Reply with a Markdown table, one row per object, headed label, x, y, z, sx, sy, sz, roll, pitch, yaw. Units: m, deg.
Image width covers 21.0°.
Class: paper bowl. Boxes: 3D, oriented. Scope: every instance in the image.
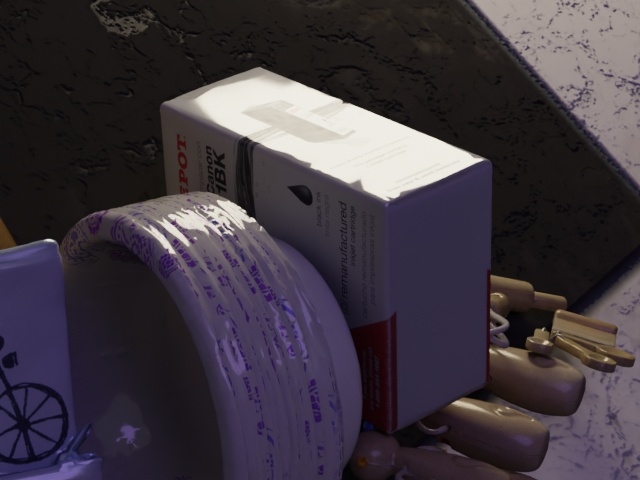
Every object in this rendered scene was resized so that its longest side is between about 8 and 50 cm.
| label | x | y | z | sx | sy | sz | roll | pitch | yaw |
| --- | --- | --- | --- | --- | --- | --- | --- | --- | --- |
| paper bowl | -0.078 | 0.103 | 1.278 | 0.148 | 0.284 | 0.284 | -16 | 70 | -32 |

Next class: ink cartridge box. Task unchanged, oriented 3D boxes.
| label | x | y | z | sx | sy | sz | roll | pitch | yaw |
| --- | --- | --- | --- | --- | --- | --- | --- | --- | --- |
| ink cartridge box | 0.000 | 0.000 | 1.362 | 0.114 | 0.197 | 0.273 | -22 | 33 | -34 |

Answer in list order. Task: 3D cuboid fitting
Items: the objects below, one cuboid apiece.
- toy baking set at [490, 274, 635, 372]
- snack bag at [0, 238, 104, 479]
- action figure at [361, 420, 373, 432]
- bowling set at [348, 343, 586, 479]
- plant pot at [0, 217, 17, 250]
| label | x | y | z | sx | sy | sz | roll | pitch | yaw |
| --- | --- | --- | --- | --- | --- | --- | --- | --- | --- |
| toy baking set | 0.163 | 0.063 | 1.515 | 0.256 | 0.197 | 0.030 | 12 | 100 | -17 |
| snack bag | -0.294 | 0.179 | 1.164 | 0.323 | 0.037 | 0.342 | -9 | 103 | -31 |
| action figure | 0.037 | 0.132 | 1.486 | 0.038 | 0.030 | 0.115 | 11 | 55 | -15 |
| bowling set | 0.097 | 0.206 | 1.403 | 0.154 | 0.200 | 0.287 | 16 | 19 | 19 |
| plant pot | -0.318 | 0.028 | 1.262 | 0.254 | 0.237 | 0.237 | 46 | 50 | -16 |
